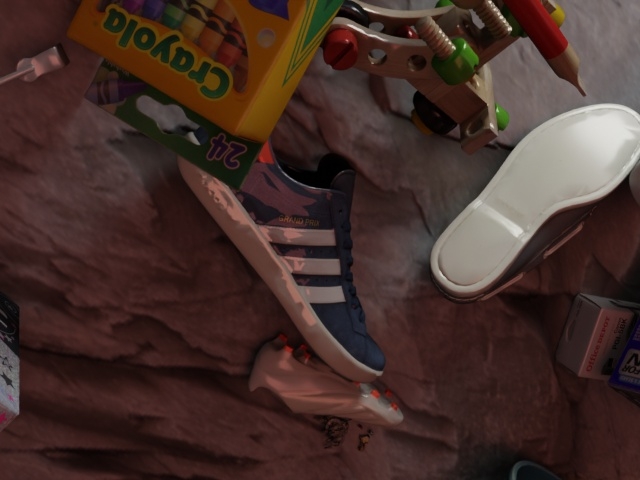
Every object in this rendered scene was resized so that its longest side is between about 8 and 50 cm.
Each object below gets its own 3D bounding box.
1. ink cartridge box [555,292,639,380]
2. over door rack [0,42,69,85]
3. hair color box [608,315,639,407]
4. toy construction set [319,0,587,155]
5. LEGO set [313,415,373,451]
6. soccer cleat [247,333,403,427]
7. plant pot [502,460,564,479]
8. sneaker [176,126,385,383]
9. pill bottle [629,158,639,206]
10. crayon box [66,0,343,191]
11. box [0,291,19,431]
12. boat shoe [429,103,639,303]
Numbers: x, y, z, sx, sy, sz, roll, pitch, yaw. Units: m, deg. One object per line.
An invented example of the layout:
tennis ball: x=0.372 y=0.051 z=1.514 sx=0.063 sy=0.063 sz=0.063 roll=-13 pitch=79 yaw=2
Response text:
ink cartridge box: x=0.388 y=0.131 z=1.189 sx=0.135 sy=0.056 sz=0.099 roll=10 pitch=104 yaw=-21
over door rack: x=-0.402 y=-0.196 z=0.768 sx=0.324 sy=0.108 sz=0.239 roll=-31 pitch=112 yaw=-21
hair color box: x=0.518 y=0.081 z=1.141 sx=0.185 sy=0.110 sz=0.339 roll=34 pitch=79 yaw=-24
toy construction set: x=0.164 y=-0.193 z=0.897 sx=0.257 sy=0.309 sz=0.237 roll=-43 pitch=119 yaw=7
LEGO set: x=0.030 y=0.236 z=1.124 sx=0.083 sy=0.023 sz=0.054 roll=9 pitch=103 yaw=-20
soccer cleat: x=0.007 y=0.180 z=1.080 sx=0.196 sy=0.068 sz=0.076 roll=29 pitch=101 yaw=-16
plant pot: x=0.251 y=0.466 z=1.153 sx=0.272 sy=0.271 sz=0.255 roll=35 pitch=109 yaw=-24
sneaker: x=0.000 y=0.000 z=0.981 sx=0.148 sy=0.131 sz=0.350 roll=-36 pitch=114 yaw=0
pill bottle: x=0.496 y=-0.146 z=1.035 sx=0.318 sy=0.176 sz=0.176 roll=-46 pitch=115 yaw=-16
crayon box: x=-0.092 y=-0.234 z=0.845 sx=0.203 sy=0.083 sz=0.323 roll=31 pitch=99 yaw=15
box: x=-0.376 y=0.117 z=0.833 sx=0.163 sy=0.247 sz=0.142 roll=-44 pitch=116 yaw=-1
boat shoe: x=0.256 y=-0.041 z=1.090 sx=0.319 sy=0.116 sz=0.099 roll=-41 pitch=158 yaw=-10
